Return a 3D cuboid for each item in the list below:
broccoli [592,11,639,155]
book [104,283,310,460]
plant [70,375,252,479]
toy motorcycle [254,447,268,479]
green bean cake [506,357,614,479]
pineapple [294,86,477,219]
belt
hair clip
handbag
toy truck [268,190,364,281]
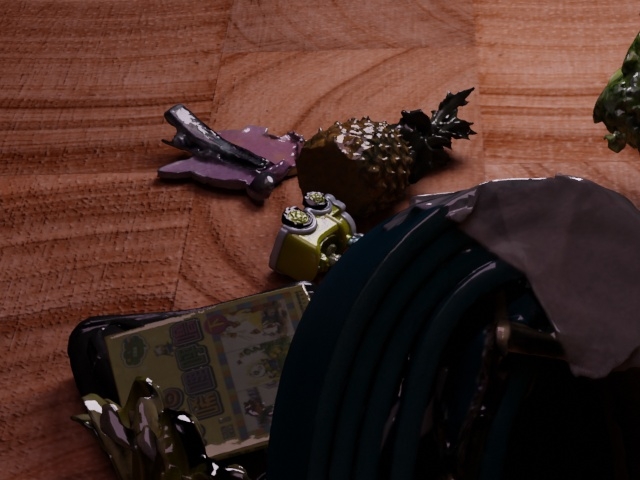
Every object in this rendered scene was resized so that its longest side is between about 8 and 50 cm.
[{"bbox_3d":[0.458,-0.213,2.234,0.277,0.338,0.317,23,4,-11],"label":"broccoli"},{"bbox_3d":[-0.083,0.124,1.760,0.192,0.013,0.168,-15,47,-5],"label":"book"},{"bbox_3d":[-0.128,0.237,1.506,0.297,0.261,0.306,-7,19,-6],"label":"plant"},{"bbox_3d":[0.019,0.180,1.745,0.124,0.061,0.193,18,58,9],"label":"toy motorcycle"},{"bbox_3d":[0.182,0.162,1.458,0.335,0.319,0.218,23,-4,-3],"label":"green bean cake"},{"bbox_3d":[0.080,-0.103,2.245,0.125,0.125,0.251,19,31,34],"label":"pineapple"},{"bbox_3d":[0.122,0.176,1.263,0.300,0.436,0.173,3,0,-12],"label":"belt"},{"bbox_3d":[-0.103,-0.103,2.319,0.187,0.056,0.146,23,37,23],"label":"hair clip"},{"bbox_3d":[-0.092,0.121,1.887,0.275,0.088,0.244,-12,27,-13],"label":"handbag"},{"bbox_3d":[0.000,0.000,2.104,0.077,0.076,0.111,30,38,18],"label":"toy truck"}]
